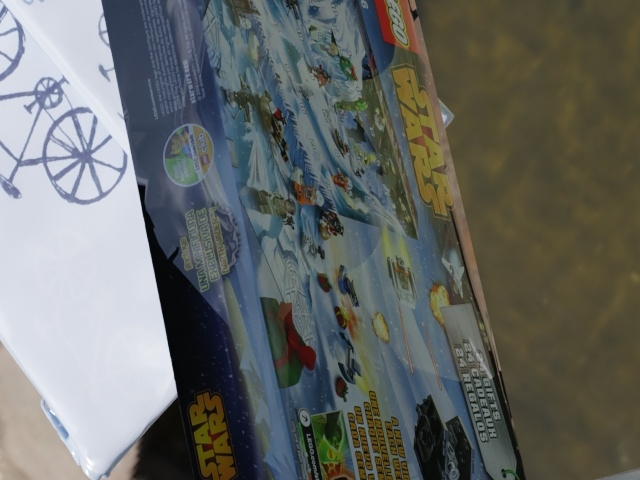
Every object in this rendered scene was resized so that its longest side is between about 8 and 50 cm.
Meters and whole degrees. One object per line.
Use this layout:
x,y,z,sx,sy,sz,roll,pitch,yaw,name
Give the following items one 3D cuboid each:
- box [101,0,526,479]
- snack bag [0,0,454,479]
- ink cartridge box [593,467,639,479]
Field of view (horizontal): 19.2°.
0.000,0.000,0.406,0.027,0.094,0.137,-21,73,31,box
-0.132,-0.076,1.173,0.342,0.037,0.323,-46,71,20,snack bag
0.186,0.249,0.472,0.160,0.279,0.385,-14,94,5,ink cartridge box
